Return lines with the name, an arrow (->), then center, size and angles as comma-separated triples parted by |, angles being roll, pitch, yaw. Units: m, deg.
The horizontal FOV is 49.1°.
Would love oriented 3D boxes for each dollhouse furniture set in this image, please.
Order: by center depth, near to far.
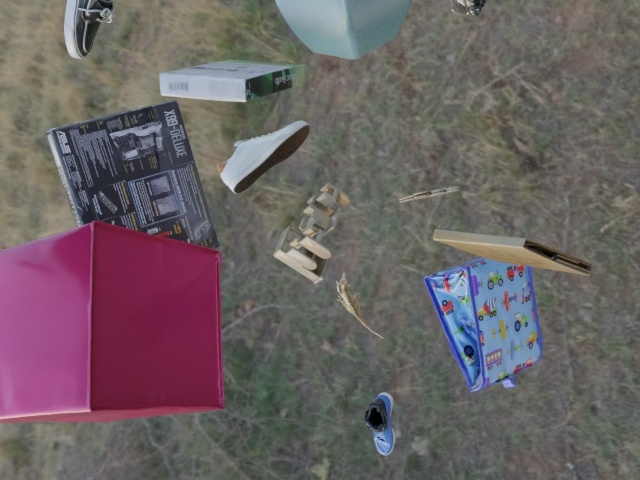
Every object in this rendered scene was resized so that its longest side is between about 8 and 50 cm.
dollhouse furniture set -> 0.000, 0.000, 2.017 | 0.242, 0.161, 0.212 | -38, 24, 48

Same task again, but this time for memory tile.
memory tile -> 0.248, -0.106, 1.610 | 0.148, 0.113, 0.012 | 173, 86, -79

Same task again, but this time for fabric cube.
fabric cube -> -0.322, 0.136, 1.051 | 0.258, 0.259, 0.254 | -14, 71, 32

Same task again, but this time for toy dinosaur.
toy dinosaur -> 0.070, 0.142, 1.541 | 0.053, 0.183, 0.093 | -29, 25, 3

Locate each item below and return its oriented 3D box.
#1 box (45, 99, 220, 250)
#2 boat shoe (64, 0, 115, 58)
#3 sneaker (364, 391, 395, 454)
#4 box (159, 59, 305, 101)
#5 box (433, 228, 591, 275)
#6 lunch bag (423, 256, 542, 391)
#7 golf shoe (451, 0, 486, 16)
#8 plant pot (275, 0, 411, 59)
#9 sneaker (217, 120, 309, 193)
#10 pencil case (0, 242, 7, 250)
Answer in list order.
box -> -0.352, -0.091, 1.336 | 0.076, 0.242, 0.308 | 5, 113, 62
boat shoe -> -0.589, -0.616, 1.828 | 0.113, 0.104, 0.307 | -72, 0, -68
sneaker -> 0.136, 0.438, 1.628 | 0.058, 0.084, 0.152 | 8, 103, 27
box -> -0.205, -0.395, 1.716 | 0.232, 0.322, 0.059 | 9, 114, 22
box -> 0.306, 0.017, 1.136 | 0.201, 0.164, 0.021 | 10, 84, 58
lunch bag -> 0.389, 0.184, 1.560 | 0.138, 0.220, 0.293 | -20, 85, 52
golf shoe -> 0.328, -0.631, 1.695 | 0.093, 0.198, 0.077 | 12, 53, 40
plant pot -> 0.052, -0.534, 1.493 | 0.247, 0.247, 0.252 | 24, 138, 42
sneaker -> -0.166, -0.265, 1.965 | 0.290, 0.106, 0.123 | -38, 69, -13
pencil case -> -0.775, 0.168, 1.465 | 0.167, 0.160, 0.386 | -6, 40, 47
